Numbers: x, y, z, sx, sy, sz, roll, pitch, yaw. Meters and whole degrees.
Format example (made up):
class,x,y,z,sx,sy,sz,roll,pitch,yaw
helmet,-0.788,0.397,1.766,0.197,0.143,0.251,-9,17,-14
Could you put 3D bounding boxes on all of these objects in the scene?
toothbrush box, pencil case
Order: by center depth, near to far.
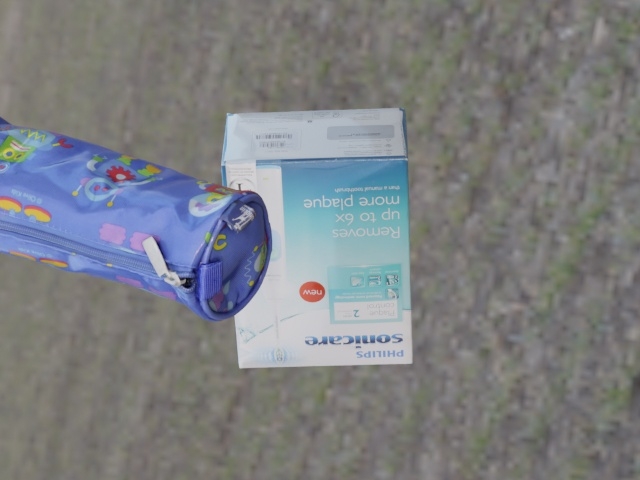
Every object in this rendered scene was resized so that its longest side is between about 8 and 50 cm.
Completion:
class,x,y,z,sx,sy,sz,roll,pitch,yaw
pencil case,-0.192,-0.020,1.586,0.133,0.306,0.119,-38,-39,-58
toothbrush box,0.000,0.000,2.185,0.126,0.216,0.295,-88,-3,-56
